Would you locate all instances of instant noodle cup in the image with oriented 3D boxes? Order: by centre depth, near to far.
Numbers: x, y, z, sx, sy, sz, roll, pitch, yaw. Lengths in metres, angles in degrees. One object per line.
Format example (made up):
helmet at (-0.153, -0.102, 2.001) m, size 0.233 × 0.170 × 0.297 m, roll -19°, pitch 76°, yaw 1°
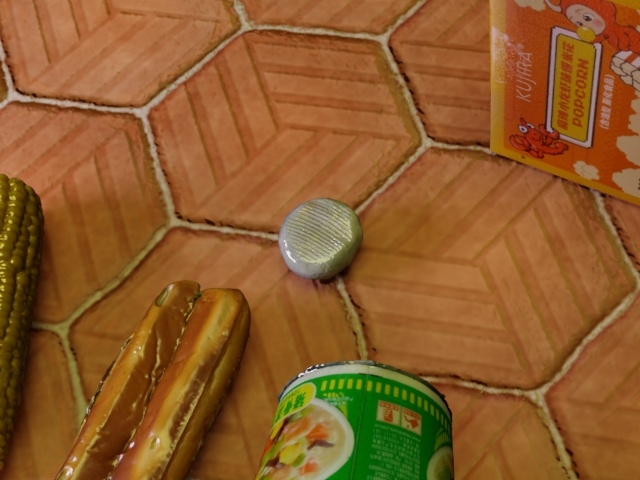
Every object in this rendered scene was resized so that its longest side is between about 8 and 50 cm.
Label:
instant noodle cup at (0.023, 0.228, 1.058) m, size 0.207 × 0.207 × 0.233 m, roll 3°, pitch 48°, yaw 8°

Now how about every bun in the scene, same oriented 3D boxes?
bun at (0.000, 0.000, 1.281) m, size 0.083 × 0.045 × 0.083 m, roll -4°, pitch 59°, yaw 6°

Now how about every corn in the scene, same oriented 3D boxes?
corn at (-0.304, 0.064, 1.241) m, size 0.101 × 0.101 × 0.310 m, roll -1°, pitch 56°, yaw 5°

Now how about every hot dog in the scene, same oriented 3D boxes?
hot dog at (-0.146, 0.149, 1.183) m, size 0.115 × 0.072 × 0.269 m, roll 19°, pitch 62°, yaw 17°

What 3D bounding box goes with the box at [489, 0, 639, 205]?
box at (0.286, -0.223, 1.253) m, size 0.214 × 0.283 × 0.259 m, roll 23°, pitch 62°, yaw 21°
